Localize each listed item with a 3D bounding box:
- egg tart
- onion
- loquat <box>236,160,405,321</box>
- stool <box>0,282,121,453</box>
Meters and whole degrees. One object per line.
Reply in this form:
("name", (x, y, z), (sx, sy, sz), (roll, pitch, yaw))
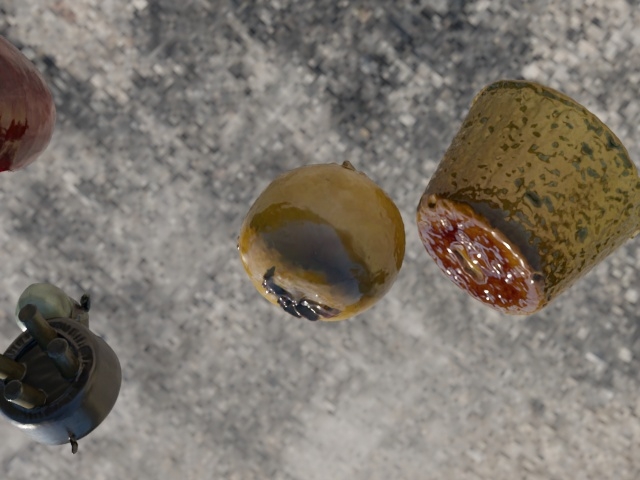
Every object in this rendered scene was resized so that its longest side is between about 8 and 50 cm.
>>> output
("egg tart", (0.180, -0.030, 1.310), (0.202, 0.147, 0.202), (36, 157, 18))
("onion", (-0.354, -0.136, 1.242), (0.248, 0.248, 0.161), (26, 117, 23))
("loquat", (0.000, 0.000, 1.193), (0.141, 0.141, 0.141), (28, 149, 19))
("stool", (-0.283, 0.117, 1.478), (0.125, 0.217, 0.121), (-23, 139, 13))
